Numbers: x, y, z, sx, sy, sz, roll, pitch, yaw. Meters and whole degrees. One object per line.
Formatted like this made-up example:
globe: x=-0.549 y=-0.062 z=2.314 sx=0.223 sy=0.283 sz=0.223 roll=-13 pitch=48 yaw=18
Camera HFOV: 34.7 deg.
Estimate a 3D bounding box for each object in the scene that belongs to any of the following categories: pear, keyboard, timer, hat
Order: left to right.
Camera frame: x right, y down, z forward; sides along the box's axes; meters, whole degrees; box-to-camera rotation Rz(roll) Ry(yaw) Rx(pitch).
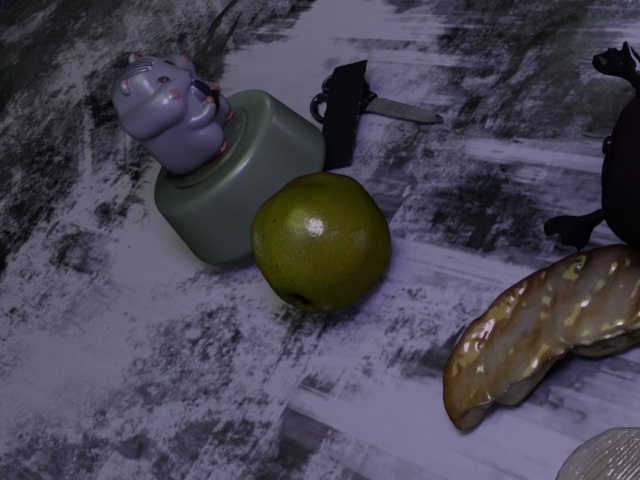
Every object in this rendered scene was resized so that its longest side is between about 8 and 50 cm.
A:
timer: x=-0.192 y=-0.164 z=1.608 sx=0.290 sy=0.315 sz=0.291 roll=-30 pitch=36 yaw=24
pear: x=0.001 y=0.000 z=1.436 sx=0.198 sy=0.198 sz=0.198 roll=-22 pitch=45 yaw=24
keyboard: x=0.037 y=-0.206 z=1.686 sx=0.074 sy=0.015 sz=0.197 roll=-6 pitch=64 yaw=34
hat: x=0.360 y=-0.068 z=1.084 sx=0.208 sy=0.238 sz=0.336 roll=7 pitch=27 yaw=3

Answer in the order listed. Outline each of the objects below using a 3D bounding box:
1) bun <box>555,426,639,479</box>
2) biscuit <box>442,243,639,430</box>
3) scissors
bun: x=0.317 y=0.272 z=1.000 sx=0.183 sy=0.102 sz=0.183 roll=-20 pitch=36 yaw=15
biscuit: x=0.270 y=0.106 z=1.228 sx=0.299 sy=0.045 sz=0.154 roll=-30 pitch=43 yaw=18
scissors: x=0.093 y=-0.221 z=1.674 sx=0.300 sy=0.022 sz=0.109 roll=21 pitch=75 yaw=46
